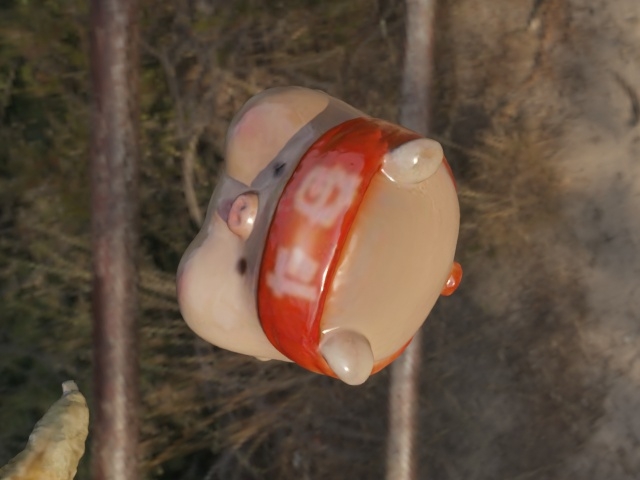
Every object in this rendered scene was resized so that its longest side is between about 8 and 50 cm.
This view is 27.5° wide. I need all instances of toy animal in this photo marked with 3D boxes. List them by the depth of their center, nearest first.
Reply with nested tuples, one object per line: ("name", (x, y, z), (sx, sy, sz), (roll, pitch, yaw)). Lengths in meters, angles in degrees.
("toy animal", (0.000, 0.000, 0.764), (0.198, 0.171, 0.171), (-167, 63, -81))

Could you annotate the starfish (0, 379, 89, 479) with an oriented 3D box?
("starfish", (-0.214, 0.240, 0.612), (0.398, 0.384, 0.132), (-42, 53, 17))
